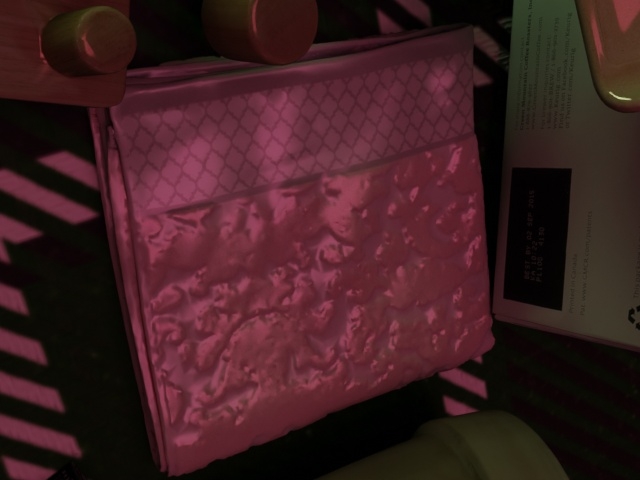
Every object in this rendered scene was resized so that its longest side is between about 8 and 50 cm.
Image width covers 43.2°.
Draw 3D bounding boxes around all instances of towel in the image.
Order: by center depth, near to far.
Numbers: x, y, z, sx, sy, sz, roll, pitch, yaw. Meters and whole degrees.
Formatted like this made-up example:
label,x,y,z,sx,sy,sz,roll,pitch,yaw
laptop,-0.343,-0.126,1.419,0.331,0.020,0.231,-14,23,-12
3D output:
label,x,y,z,sx,sy,sz,roll,pitch,yaw
towel,0.000,0.000,0.657,0.332,0.053,0.317,-16,110,-25

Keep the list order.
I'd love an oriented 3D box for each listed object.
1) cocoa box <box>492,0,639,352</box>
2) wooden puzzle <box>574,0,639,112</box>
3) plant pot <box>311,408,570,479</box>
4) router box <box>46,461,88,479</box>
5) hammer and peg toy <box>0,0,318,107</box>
label,x,y,z,sx,sy,sz,roll,pitch,yaw
cocoa box,0.314,-0.089,0.688,0.228,0.231,0.347,1,95,-30
wooden puzzle,0.249,-0.217,0.502,0.221,0.044,0.239,-16,92,-5
plant pot,0.038,0.314,0.636,0.280,0.323,0.323,-6,106,-12
router box,-0.209,0.243,0.609,0.122,0.038,0.092,-37,119,-17
hammer and peg toy,-0.172,-0.212,0.445,0.361,0.127,0.266,-2,99,-40
